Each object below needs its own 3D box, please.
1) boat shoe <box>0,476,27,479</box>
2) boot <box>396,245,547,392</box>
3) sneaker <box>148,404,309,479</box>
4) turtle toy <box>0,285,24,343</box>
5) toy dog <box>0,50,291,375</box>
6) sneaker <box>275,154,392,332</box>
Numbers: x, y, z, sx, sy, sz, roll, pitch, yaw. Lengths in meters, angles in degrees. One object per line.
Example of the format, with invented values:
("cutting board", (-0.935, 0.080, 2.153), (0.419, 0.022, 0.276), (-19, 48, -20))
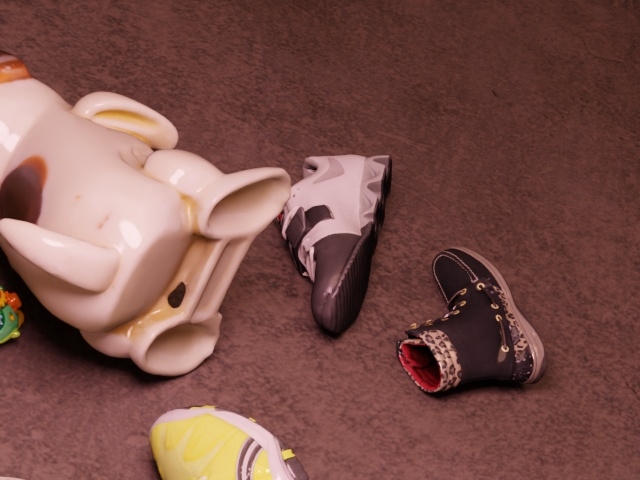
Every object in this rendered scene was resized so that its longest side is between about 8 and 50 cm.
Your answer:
("boat shoe", (-0.279, 0.411, 1.751), (0.187, 0.156, 0.500), (3, 34, -24))
("boot", (0.170, 0.102, 2.471), (0.178, 0.085, 0.236), (-7, 47, -34))
("sneaker", (-0.075, 0.323, 1.992), (0.147, 0.145, 0.385), (-13, 49, -42))
("turtle toy", (-0.400, 0.073, 2.172), (0.130, 0.066, 0.095), (30, 36, 6))
("toy dog", (-0.315, -0.042, 2.208), (0.408, 0.284, 0.395), (34, 27, 26))
("sneaker", (0.000, 0.000, 2.490), (0.146, 0.122, 0.330), (8, 36, 6))
